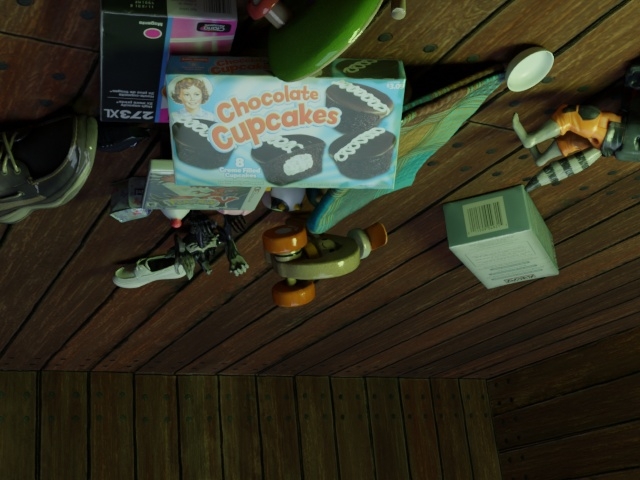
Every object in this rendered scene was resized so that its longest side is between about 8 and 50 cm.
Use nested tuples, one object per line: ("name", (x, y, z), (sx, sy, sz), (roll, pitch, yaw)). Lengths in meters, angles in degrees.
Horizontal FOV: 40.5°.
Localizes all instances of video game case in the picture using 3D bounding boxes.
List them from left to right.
("video game case", (-0.191, -0.089, 1.446), (0.201, 0.023, 0.183), (1, 162, -16))

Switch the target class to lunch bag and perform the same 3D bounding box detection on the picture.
("lunch bag", (-0.358, -0.082, 1.660), (0.083, 0.071, 0.053), (-10, 155, 18))

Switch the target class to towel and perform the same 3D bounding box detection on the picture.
("towel", (0.136, -0.147, 1.472), (0.271, 0.040, 0.370), (-28, 168, -32))

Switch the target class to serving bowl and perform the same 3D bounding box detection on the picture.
("serving bowl", (0.326, -0.276, 1.372), (0.083, 0.027, 0.083), (-22, 150, -14))

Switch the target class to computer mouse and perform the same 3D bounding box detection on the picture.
("computer mouse", (-0.276, -0.167, 1.420), (0.241, 0.041, 0.071), (0, -176, 20))

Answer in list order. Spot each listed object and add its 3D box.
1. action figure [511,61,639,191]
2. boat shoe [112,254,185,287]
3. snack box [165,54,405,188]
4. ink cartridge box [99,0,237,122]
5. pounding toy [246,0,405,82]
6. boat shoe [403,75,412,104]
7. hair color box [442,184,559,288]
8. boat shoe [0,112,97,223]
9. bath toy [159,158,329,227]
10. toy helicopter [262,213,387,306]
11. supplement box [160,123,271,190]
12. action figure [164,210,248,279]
("action figure", (0.531, -0.169, 1.534), (0.330, 0.179, 0.341), (-4, 160, 22))
("boat shoe", (-0.408, 0.067, 2.062), (0.184, 0.066, 0.063), (-5, 146, 3))
("snack box", (-0.049, -0.163, 1.221), (0.321, 0.060, 0.187), (1, 130, -2))
("ink cartridge box", (-0.235, -0.247, 1.273), (0.175, 0.069, 0.371), (-1, 161, -15))
("pounding toy", (-0.003, -0.309, 1.065), (0.236, 0.183, 0.110), (-23, 127, 39))
("boat shoe", (-0.011, -0.208, 1.337), (0.324, 0.117, 0.123), (-21, -157, -12))
("hair color box", (0.432, 0.001, 2.038), (0.185, 0.114, 0.374), (-13, 158, 20))
("boat shoe", (-0.501, -0.118, 1.442), (0.355, 0.133, 0.130), (-25, 153, 39))
("bath toy", (-0.145, -0.088, 1.622), (0.348, 0.129, 0.151), (-1, 159, -12))
("toy helicopter", (0.000, 0.000, 1.747), (0.234, 0.140, 0.355), (-11, -162, -5))
("supplement box", (-0.180, -0.142, 1.498), (0.188, 0.104, 0.081), (-3, 161, -6))
("action figure", (-0.245, 0.017, 1.862), (0.164, 0.141, 0.276), (-11, 161, -19))
